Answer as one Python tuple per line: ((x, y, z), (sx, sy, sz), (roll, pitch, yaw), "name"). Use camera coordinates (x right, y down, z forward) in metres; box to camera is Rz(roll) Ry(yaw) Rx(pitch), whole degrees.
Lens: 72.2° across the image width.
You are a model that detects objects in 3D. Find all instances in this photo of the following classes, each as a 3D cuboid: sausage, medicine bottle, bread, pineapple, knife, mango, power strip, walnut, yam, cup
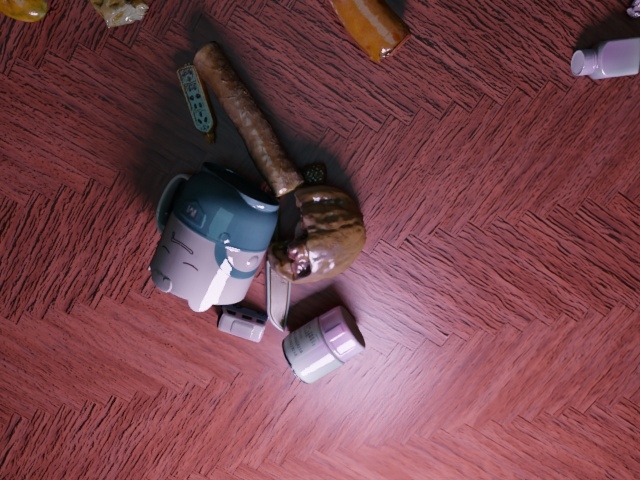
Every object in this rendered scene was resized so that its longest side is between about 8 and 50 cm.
((0.071, -0.489, 0.875), (0.108, 0.109, 0.271), (-33, 104, 9), "sausage")
((0.600, -0.381, 0.925), (0.117, 0.055, 0.074), (-7, 106, 1), "medicine bottle")
((-0.450, -0.560, 0.861), (0.098, 0.087, 0.270), (-28, 103, 11), "bread")
((-0.049, -0.149, 1.000), (0.124, 0.058, 0.058), (2, 106, 12), "pineapple")
((-0.100, 0.064, 1.063), (0.061, 0.027, 0.343), (-2, 104, -15), "knife")
((-0.629, -0.516, 0.877), (0.115, 0.089, 0.165), (-21, 108, -4), "mango")
((0.010, 0.251, 1.063), (0.168, 0.135, 0.135), (-33, 103, 10), "medicine bottle")
((-0.267, -0.299, 0.964), (0.049, 0.028, 0.178), (-15, 106, 4), "power strip")
((0.008, 0.006, 0.973), (0.204, 0.141, 0.238), (17, 113, -25), "walnut")
((-0.155, -0.254, 0.931), (0.081, 0.081, 0.357), (-32, 94, 9), "yam")
((-0.246, -0.026, 0.958), (0.289, 0.219, 0.258), (34, 106, 25), "cup")

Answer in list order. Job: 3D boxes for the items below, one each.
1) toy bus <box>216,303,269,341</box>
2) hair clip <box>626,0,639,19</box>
((-0.195, 0.202, 1.080), (0.122, 0.075, 0.060), (19, 105, -6), "toy bus")
((0.693, -0.538, 0.891), (0.116, 0.049, 0.172), (31, 95, -22), "hair clip")
